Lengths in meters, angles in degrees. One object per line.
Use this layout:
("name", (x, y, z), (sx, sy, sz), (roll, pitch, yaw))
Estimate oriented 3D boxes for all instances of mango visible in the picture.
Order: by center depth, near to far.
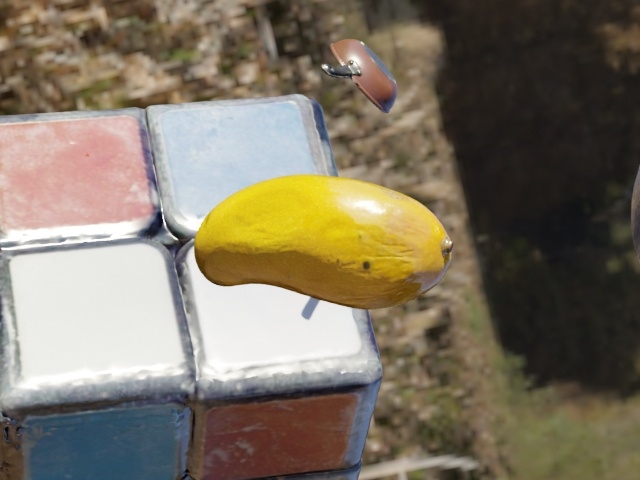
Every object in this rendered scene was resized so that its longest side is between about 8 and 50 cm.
("mango", (0.000, 0.000, 1.149), (0.075, 0.190, 0.098), (-58, 144, -49))

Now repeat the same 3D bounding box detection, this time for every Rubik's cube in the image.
("Rubik's cube", (-0.139, 0.088, 1.496), (0.318, 0.313, 0.316), (99, -18, -51))

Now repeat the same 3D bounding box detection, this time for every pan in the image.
("pan", (0.029, -0.129, 1.267), (0.068, 0.023, 0.115), (53, 15, 10))

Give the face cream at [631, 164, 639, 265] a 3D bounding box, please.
("face cream", (0.372, -0.034, 1.274), (0.225, 0.249, 0.249), (75, 4, -82))
